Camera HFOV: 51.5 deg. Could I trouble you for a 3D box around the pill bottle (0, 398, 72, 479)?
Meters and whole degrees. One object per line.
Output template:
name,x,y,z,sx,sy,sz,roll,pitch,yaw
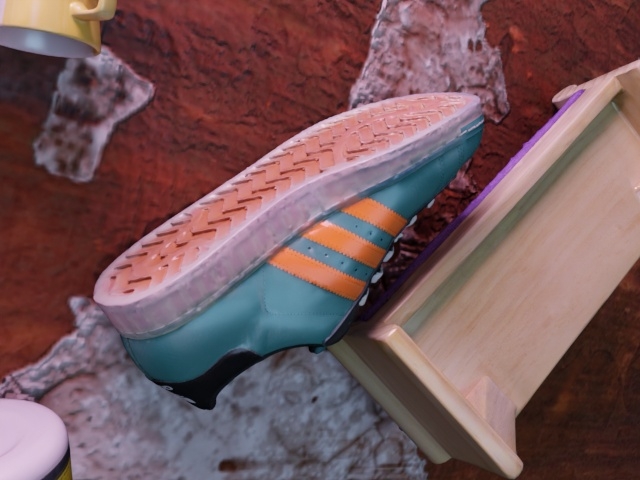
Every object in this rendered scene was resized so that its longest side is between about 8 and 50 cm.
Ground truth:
pill bottle,-0.194,0.195,0.384,0.103,0.103,0.184,-9,108,-34

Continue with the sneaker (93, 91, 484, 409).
sneaker,0.000,0.000,0.476,0.302,0.108,0.121,-33,121,-16

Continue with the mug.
mug,-0.140,-0.136,0.355,0.078,0.062,0.064,5,91,-1

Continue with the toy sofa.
toy sofa,0.177,0.017,0.598,0.362,0.177,0.150,-44,100,-18
